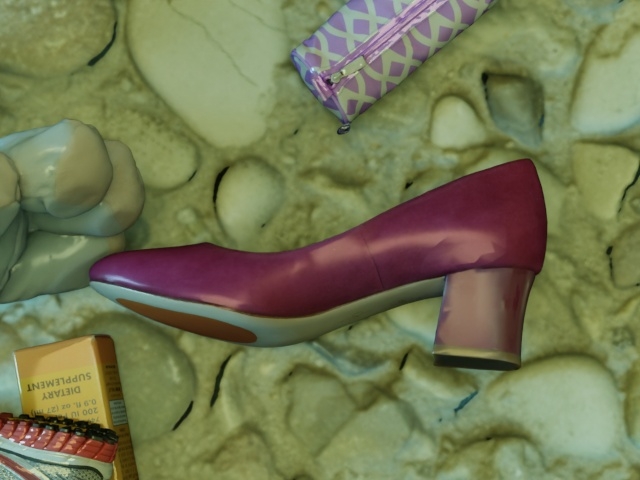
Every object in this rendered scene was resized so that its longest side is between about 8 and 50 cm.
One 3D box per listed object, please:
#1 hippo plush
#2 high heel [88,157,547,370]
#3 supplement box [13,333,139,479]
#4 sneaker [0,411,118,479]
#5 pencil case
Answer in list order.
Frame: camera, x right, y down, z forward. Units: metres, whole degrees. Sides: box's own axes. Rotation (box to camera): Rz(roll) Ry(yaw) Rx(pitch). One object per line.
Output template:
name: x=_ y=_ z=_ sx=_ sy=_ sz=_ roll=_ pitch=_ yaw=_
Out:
hippo plush: x=-0.302 y=-0.060 z=1.596 sx=0.236 sy=0.234 sz=0.294 roll=57 pitch=132 yaw=23
high heel: x=0.000 y=0.000 z=1.604 sx=0.377 sy=0.127 sz=0.181 roll=8 pitch=76 yaw=-3
supplement box: x=-0.198 y=0.200 z=1.603 sx=0.078 sy=0.080 sz=0.233 roll=-12 pitch=87 yaw=4
sneaker: x=-0.279 y=0.184 z=1.534 sx=0.225 sy=0.088 sz=0.092 roll=8 pitch=91 yaw=13
pencil case: x=0.068 y=-0.188 z=1.622 sx=0.206 sy=0.088 sz=0.086 roll=-41 pitch=87 yaw=-3
